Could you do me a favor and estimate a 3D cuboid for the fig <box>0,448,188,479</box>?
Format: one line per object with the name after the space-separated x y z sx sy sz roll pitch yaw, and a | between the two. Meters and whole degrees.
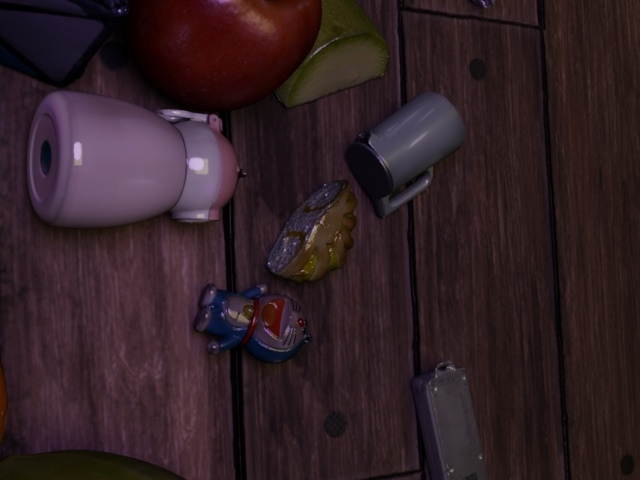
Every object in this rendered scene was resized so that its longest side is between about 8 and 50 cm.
-0.229 0.348 0.771 0.316 0.316 0.316 2 86 -29 | fig

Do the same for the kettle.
0.117 -0.126 1.094 0.148 0.127 0.098 -37 72 -23 | kettle

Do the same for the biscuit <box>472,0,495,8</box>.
0.214 -0.478 1.180 0.239 0.062 0.108 48 69 -17 | biscuit

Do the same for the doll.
-0.079 0.104 0.968 0.152 0.085 0.114 20 58 -15 | doll

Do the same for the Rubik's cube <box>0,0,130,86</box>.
-0.307 -0.360 0.750 0.310 0.307 0.305 19 76 -27 | Rubik's cube

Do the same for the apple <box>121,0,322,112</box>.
-0.114 -0.261 0.895 0.218 0.201 0.218 15 67 -41 | apple

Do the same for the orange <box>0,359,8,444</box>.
-0.388 0.159 0.711 0.182 0.234 0.234 10 82 -28 | orange

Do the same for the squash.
0.006 -0.291 1.039 0.192 0.085 0.184 -26 100 -29 | squash

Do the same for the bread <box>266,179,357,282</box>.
0.000 0.000 1.025 0.157 0.083 0.094 -41 118 -26 | bread

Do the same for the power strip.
0.193 0.305 1.121 0.078 0.052 0.272 -14 92 -29 | power strip

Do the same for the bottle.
-0.199 -0.084 0.885 0.236 0.147 0.147 2 86 -37 | bottle
